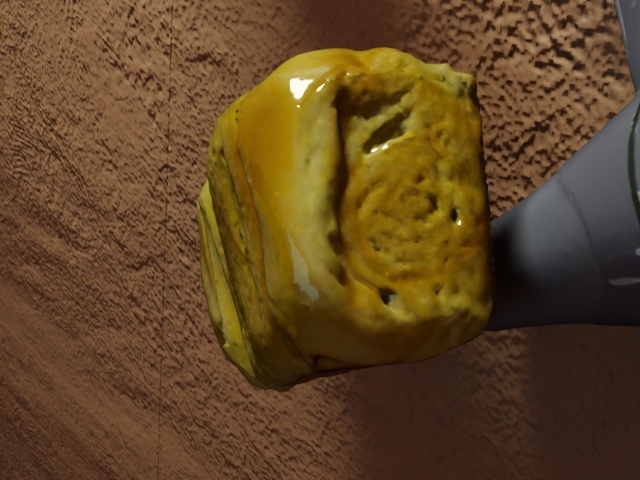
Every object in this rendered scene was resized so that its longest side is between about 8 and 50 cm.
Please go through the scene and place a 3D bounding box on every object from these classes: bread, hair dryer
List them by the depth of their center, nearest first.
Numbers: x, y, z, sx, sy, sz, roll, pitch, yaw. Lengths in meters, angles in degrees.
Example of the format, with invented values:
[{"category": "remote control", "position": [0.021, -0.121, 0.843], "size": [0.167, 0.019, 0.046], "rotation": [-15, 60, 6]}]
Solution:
[{"category": "hair dryer", "position": [0.126, -0.125, 0.444], "size": [0.301, 0.121, 0.361], "rotation": [-29, 74, 64]}, {"category": "bread", "position": [0.000, 0.000, 0.561], "size": [0.294, 0.132, 0.166], "rotation": [142, 115, -73]}]
